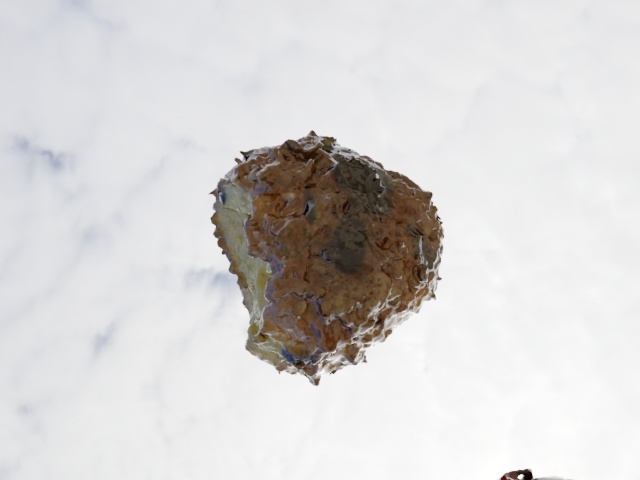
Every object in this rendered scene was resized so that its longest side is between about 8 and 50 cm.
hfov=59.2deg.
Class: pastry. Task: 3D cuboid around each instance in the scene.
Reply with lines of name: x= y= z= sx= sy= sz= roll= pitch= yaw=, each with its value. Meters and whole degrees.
pastry: x=0.017 y=0.005 z=0.901 sx=0.337 sy=0.292 sz=0.405 roll=-10 pitch=-124 yaw=-19

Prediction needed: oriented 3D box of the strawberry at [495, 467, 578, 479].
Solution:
strawberry: x=0.174 y=0.345 z=0.473 sx=0.273 sy=0.220 sz=0.274 roll=6 pitch=-110 yaw=-19
